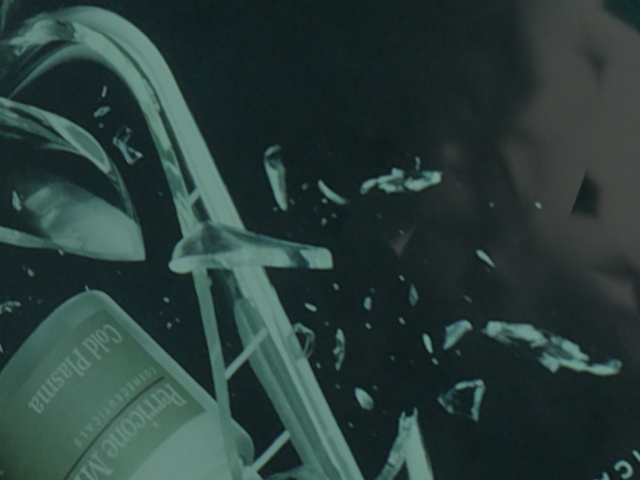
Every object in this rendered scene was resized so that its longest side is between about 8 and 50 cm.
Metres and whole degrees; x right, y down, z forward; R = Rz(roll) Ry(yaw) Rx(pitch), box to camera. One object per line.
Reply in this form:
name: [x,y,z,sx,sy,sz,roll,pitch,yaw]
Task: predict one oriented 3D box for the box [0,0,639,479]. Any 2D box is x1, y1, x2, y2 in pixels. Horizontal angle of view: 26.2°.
box: [0.000,0.000,0.720,0.480,0.297,0.471,-45,78,27]
